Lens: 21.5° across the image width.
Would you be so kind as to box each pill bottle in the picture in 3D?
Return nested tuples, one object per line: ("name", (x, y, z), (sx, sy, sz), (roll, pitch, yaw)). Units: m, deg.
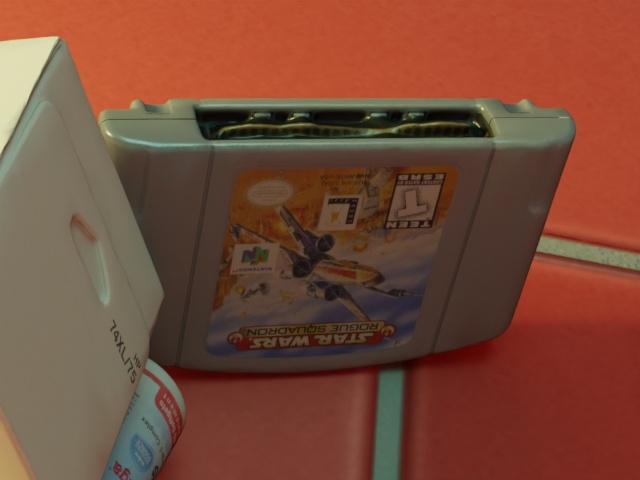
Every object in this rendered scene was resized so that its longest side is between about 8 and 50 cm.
("pill bottle", (-0.146, 0.140, 0.970), (0.087, 0.087, 0.160), (21, 45, 7))

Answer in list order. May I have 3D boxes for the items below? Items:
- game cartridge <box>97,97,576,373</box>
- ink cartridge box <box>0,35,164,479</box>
("game cartridge", (0.000, 0.000, 1.067), (0.297, 0.198, 0.062), (-2, 38, -16))
("ink cartridge box", (-0.254, 0.032, 0.906), (0.270, 0.198, 0.197), (-3, 41, 17))
